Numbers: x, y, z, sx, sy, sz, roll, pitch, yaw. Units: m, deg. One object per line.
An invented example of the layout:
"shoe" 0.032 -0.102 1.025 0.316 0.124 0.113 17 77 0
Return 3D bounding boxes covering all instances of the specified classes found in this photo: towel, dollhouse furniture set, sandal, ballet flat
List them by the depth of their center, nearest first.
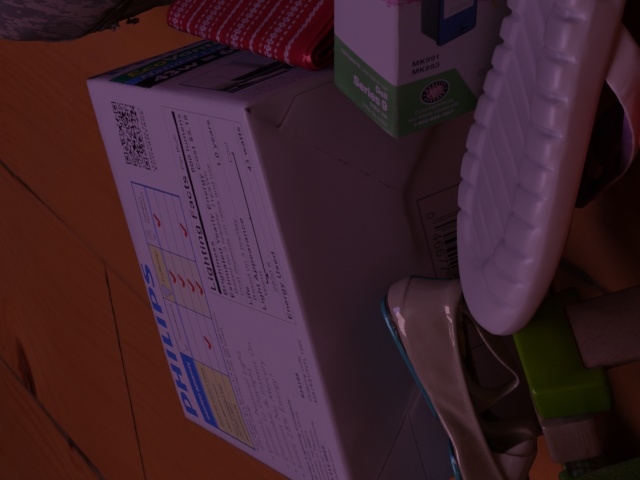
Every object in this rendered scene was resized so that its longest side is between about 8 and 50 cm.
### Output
"sandal" 0.182 -0.107 1.272 0.169 0.102 0.416 -104 22 -55
"dollhouse furniture set" 0.259 0.187 1.418 0.301 0.151 0.197 68 -174 -47
"ballet flat" 0.124 0.136 1.452 0.086 0.086 0.248 17 134 62
"towel" -0.010 -0.231 1.531 0.031 0.199 0.275 42 171 -30

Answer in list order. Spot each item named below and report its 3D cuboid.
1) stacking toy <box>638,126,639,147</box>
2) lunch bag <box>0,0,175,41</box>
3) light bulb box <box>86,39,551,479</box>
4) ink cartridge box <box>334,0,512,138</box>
"stacking toy" 0.266 -0.111 1.083 0.141 0.141 0.330 61 161 19
"lunch bag" -0.257 -0.319 1.891 0.212 0.256 0.305 69 158 1
"light bulb box" 0.000 0.000 1.628 0.361 0.225 0.358 18 126 63
"ink cartridge box" 0.094 -0.199 1.338 0.093 0.154 0.212 46 148 43
